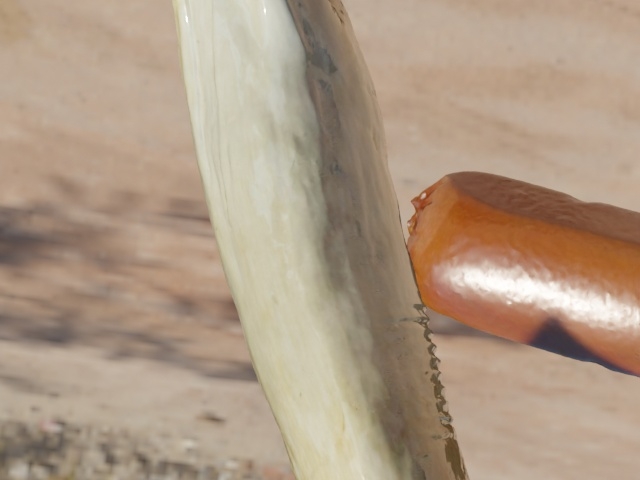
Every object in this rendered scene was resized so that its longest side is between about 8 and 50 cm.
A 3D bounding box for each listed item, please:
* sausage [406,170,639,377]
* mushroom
[{"bbox_3d":[0.207,0.037,1.083,0.348,0.097,0.094,16,-165,20],"label":"sausage"},{"bbox_3d":[0.000,0.000,0.808,0.095,0.351,0.123,-16,175,-4],"label":"mushroom"}]
